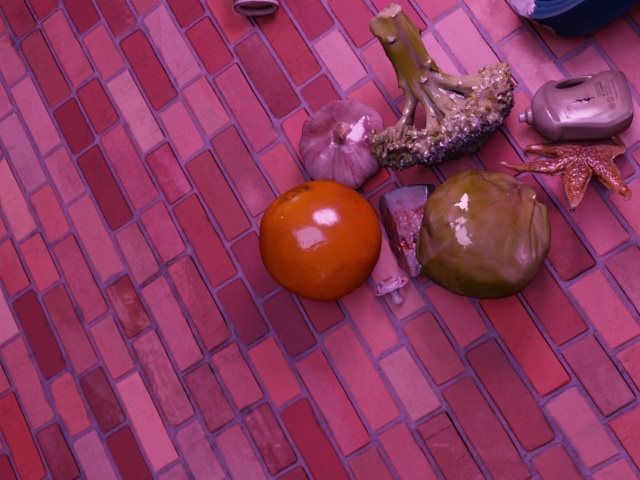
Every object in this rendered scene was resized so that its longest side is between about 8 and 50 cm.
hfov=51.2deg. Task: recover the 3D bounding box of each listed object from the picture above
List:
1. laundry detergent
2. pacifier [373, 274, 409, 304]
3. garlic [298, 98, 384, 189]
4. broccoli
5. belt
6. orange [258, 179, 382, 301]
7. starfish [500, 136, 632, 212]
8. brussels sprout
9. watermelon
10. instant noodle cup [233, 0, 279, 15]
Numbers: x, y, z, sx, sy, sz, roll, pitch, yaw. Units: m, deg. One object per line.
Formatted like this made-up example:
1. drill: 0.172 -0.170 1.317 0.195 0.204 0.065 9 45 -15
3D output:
1. laundry detergent: 0.615 -0.324 1.630 0.254 0.091 0.181 -7 64 16
2. pacifier: 0.186 0.131 1.710 0.099 0.081 0.078 -23 105 12
3. garlic: 0.055 -0.257 1.710 0.245 0.253 0.244 -1 85 8
4. broccoli: 0.304 -0.387 1.630 0.353 0.275 0.396 -8 89 -29
5. belt: 0.646 -0.682 1.550 0.437 0.173 0.300 -39 54 37
6. orange: 0.000 0.000 1.662 0.313 0.312 0.311 -2 81 16
7. starfish: 0.597 -0.172 1.560 0.300 0.060 0.302 -10 36 2
8. brussels sprout: 0.371 -0.013 1.575 0.328 0.247 0.327 8 68 -20
9. watermelon: 0.227 -0.025 1.716 0.154 0.094 0.241 -10 82 22
10. instant noodle cup: -0.185 -0.761 1.896 0.193 0.193 0.212 -2 91 16
